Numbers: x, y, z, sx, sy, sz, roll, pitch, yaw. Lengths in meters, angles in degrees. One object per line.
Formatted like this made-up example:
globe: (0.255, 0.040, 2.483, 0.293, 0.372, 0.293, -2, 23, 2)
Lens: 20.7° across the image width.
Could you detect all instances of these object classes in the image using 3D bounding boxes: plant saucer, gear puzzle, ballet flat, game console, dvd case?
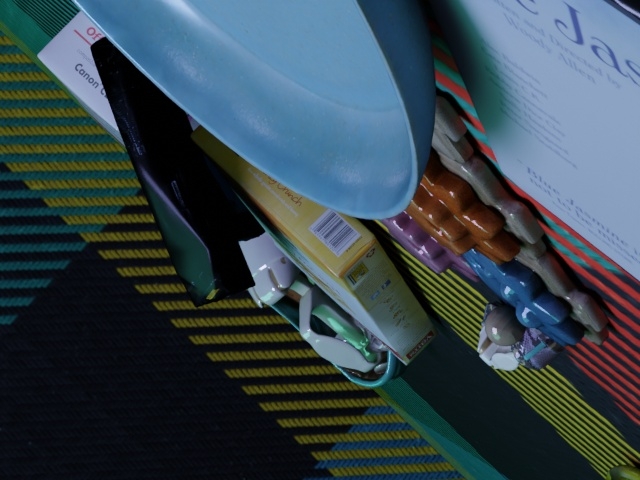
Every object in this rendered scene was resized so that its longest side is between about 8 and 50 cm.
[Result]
plant saucer: (-0.066, -0.138, 0.636, 0.317, 0.044, 0.317, 43, 166, 14)
gear puzzle: (0.016, -0.057, 0.840, 0.175, 0.044, 0.339, 38, 172, 48)
ballet flat: (0.114, 0.060, 1.064, 0.041, 0.041, 0.114, 44, 175, -7)
ballet flat: (-0.013, 0.047, 1.628, 0.247, 0.083, 0.087, 40, -151, -8)
game console: (-0.101, -0.058, 1.429, 0.361, 0.044, 0.213, -15, -98, -85)
dvd case: (0.105, -0.026, 0.544, 0.180, 0.022, 0.253, 41, 174, 26)

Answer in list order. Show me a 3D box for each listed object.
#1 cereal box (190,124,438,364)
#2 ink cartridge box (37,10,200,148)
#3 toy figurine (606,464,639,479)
cereal box: (0.000, 0.000, 1.391, 0.173, 0.047, 0.240, 43, 175, 25)
ink cartridge box: (-0.175, -0.131, 1.558, 0.115, 0.067, 0.198, 41, 174, 24)
toy figurine: (0.269, 0.339, 1.148, 0.362, 0.217, 0.191, 42, 174, 11)
